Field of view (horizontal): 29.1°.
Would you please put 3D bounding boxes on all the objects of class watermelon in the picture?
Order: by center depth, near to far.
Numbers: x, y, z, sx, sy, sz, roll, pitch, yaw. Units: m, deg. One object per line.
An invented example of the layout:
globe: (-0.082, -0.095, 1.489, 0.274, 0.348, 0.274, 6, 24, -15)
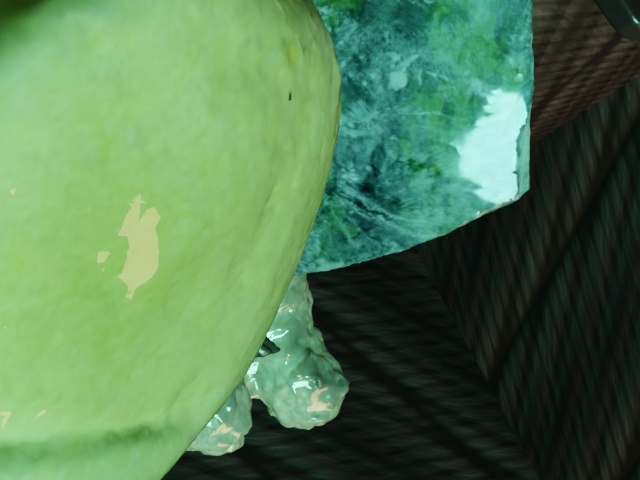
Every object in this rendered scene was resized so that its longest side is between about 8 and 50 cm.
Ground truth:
watermelon: (0.034, -0.120, 0.847, 0.387, 0.228, 0.258, -26, -173, 44)

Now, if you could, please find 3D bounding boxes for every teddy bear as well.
teddy bear: (0.000, 0.000, 1.140, 0.327, 0.376, 0.362, -8, 176, -39)

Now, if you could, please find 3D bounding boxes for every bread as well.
bread: (-0.148, -0.022, 0.541, 0.320, 0.237, 0.320, -53, 159, -30)

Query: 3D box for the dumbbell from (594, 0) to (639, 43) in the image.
dumbbell: (0.353, -0.283, 1.128, 0.124, 0.140, 0.225, -34, 179, -31)

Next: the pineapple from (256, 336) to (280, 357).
pineapple: (-0.177, 0.043, 0.926, 0.202, 0.202, 0.362, -31, 158, 33)
